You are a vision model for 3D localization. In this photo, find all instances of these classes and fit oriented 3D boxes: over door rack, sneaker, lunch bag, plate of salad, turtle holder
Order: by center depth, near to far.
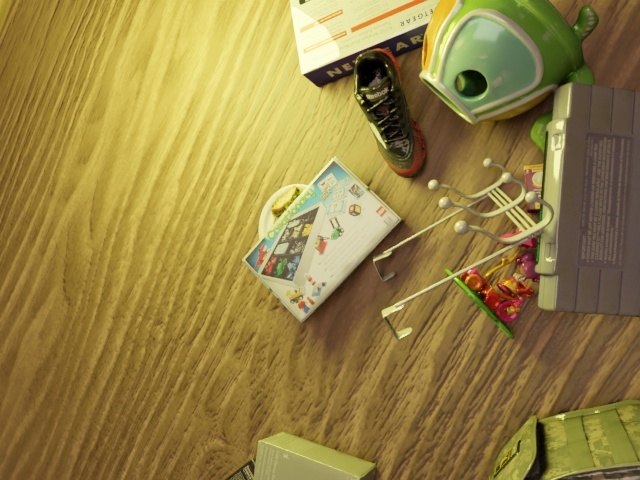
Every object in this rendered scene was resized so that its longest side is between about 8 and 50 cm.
[{"bbox_3d":[0.384,0.372,0.755,0.286,0.235,0.169,-21,82,23],"label":"lunch bag"},{"bbox_3d":[0.213,-0.007,0.871,0.324,0.240,0.108,-41,106,17],"label":"over door rack"},{"bbox_3d":[0.323,-0.317,0.872,0.227,0.320,0.243,-48,35,15],"label":"turtle holder"},{"bbox_3d":[0.132,-0.255,0.983,0.097,0.135,0.276,-18,91,21],"label":"sneaker"},{"bbox_3d":[-0.063,-0.032,1.123,0.199,0.048,0.200,-3,84,26],"label":"plate of salad"}]

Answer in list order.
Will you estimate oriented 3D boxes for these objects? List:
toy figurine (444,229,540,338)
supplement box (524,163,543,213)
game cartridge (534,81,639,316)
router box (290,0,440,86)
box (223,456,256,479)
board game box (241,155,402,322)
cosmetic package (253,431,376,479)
[{"bbox_3d":[0.342,0.062,0.887,0.159,0.130,0.173,-44,90,7],"label":"toy figurine"},{"bbox_3d":[0.402,-0.095,0.896,0.054,0.043,0.084,-5,84,25],"label":"supplement box"},{"bbox_3d":[0.466,-0.059,0.786,0.229,0.068,0.356,5,89,-4],"label":"game cartridge"},{"bbox_3d":[0.096,-0.539,1.069,0.335,0.082,0.302,-13,80,25],"label":"router box"},{"bbox_3d":[-0.175,0.591,1.135,0.162,0.029,0.116,-42,70,19],"label":"box"},{"bbox_3d":[0.000,0.000,1.051,0.193,0.053,0.305,45,101,9],"label":"board game box"},{"bbox_3d":[-0.015,0.499,1.022,0.237,0.107,0.127,5,85,30],"label":"cosmetic package"}]
